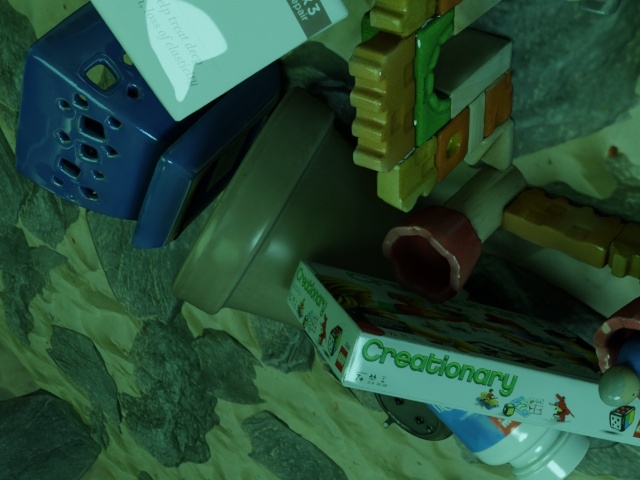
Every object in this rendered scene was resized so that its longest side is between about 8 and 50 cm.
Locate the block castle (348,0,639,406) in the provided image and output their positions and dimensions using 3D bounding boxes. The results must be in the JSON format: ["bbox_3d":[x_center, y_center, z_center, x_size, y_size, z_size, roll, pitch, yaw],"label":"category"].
[{"bbox_3d":[0.181,-0.109,0.668,0.303,0.213,0.453,24,138,32],"label":"block castle"}]

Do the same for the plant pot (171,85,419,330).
[{"bbox_3d":[0.000,0.000,0.976,0.229,0.263,0.263,30,145,-6],"label":"plant pot"}]

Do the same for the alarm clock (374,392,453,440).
[{"bbox_3d":[0.133,0.187,1.134,0.129,0.064,0.192,43,142,9],"label":"alarm clock"}]

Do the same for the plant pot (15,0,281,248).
[{"bbox_3d":[-0.190,-0.145,1.035,0.212,0.236,0.236,39,145,3],"label":"plant pot"}]

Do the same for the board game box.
[{"bbox_3d":[0.136,0.101,0.823,0.193,0.305,0.053,-135,62,-68],"label":"board game box"}]

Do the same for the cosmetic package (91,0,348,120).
[{"bbox_3d":[-0.135,-0.273,0.732,0.217,0.156,0.385,58,-179,-28],"label":"cosmetic package"}]

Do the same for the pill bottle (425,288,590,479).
[{"bbox_3d":[0.189,0.169,0.995,0.221,0.124,0.124,45,145,2],"label":"pill bottle"}]
